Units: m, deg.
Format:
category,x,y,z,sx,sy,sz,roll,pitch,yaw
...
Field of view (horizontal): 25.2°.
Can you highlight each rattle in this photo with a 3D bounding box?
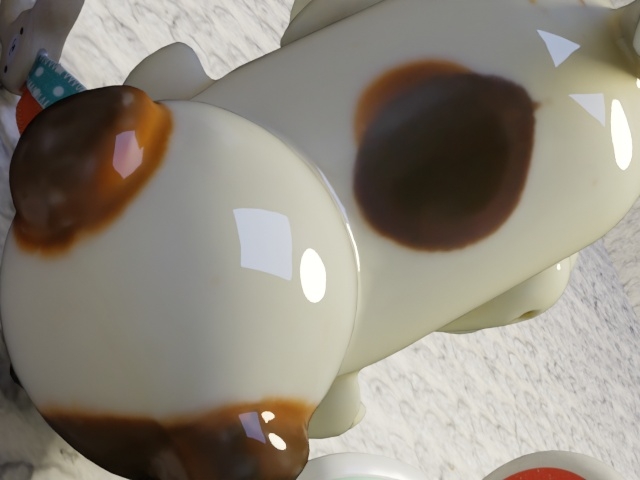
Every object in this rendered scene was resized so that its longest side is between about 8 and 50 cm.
category,x,y,z,sx,sy,sz,roll,pitch,yaw
rattle,-0.216,-0.160,0.930,0.143,0.130,0.199,27,63,-43

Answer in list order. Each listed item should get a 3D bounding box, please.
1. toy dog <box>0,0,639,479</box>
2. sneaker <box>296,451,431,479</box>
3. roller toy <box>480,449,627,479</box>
category,x,y,z,sx,sy,sz,roll,pitch,yaw
toy dog,0.000,0.000,0.831,0.408,0.395,0.284,-29,105,-40
sneaker,0.063,0.261,1.021,0.256,0.094,0.151,46,26,-37
roller toy,0.206,0.286,1.223,0.191,0.209,0.146,29,-10,43
